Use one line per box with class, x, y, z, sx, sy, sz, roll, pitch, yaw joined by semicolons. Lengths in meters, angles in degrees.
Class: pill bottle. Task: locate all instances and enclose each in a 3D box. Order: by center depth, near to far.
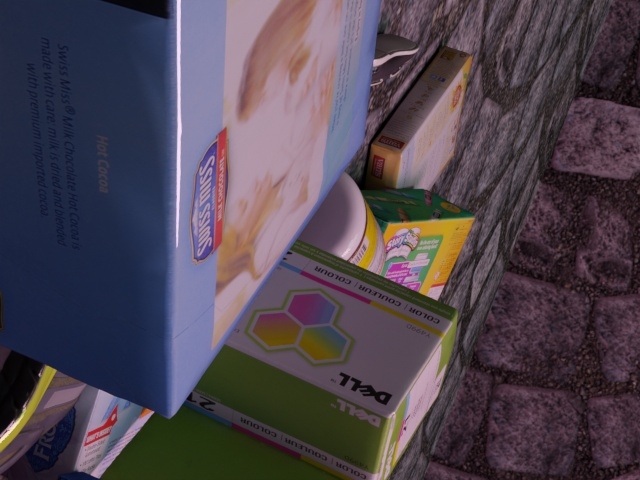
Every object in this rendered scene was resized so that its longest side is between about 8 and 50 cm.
pill bottle;0.000;0.000;1.514;0.215;0.117;0.117;56;57;-74

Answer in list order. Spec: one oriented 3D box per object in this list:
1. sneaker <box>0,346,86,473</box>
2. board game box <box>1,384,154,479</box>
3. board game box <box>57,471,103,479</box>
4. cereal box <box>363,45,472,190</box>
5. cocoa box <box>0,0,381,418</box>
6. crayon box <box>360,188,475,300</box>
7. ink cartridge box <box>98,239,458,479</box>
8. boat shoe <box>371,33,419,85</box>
sneaker;-0.170;0.039;0.977;0.300;0.111;0.121;-48;168;-24
board game box;-0.114;0.016;1.217;0.318;0.066;0.319;-71;165;11
board game box;-0.140;0.286;1.057;0.047;0.160;0.210;22;89;-76
cereal box;0.118;-0.114;1.933;0.240;0.047;0.173;-53;159;-44
cocoa box;-0.107;-0.137;0.680;0.347;0.228;0.231;96;21;-47
crayon box;0.069;0.030;1.780;0.278;0.081;0.165;-4;121;-64
ink cartridge box;-0.034;0.123;1.141;0.255;0.189;0.097;-52;160;-46
boat shoe;0.067;-0.191;1.631;0.125;0.046;0.038;-37;146;-59
